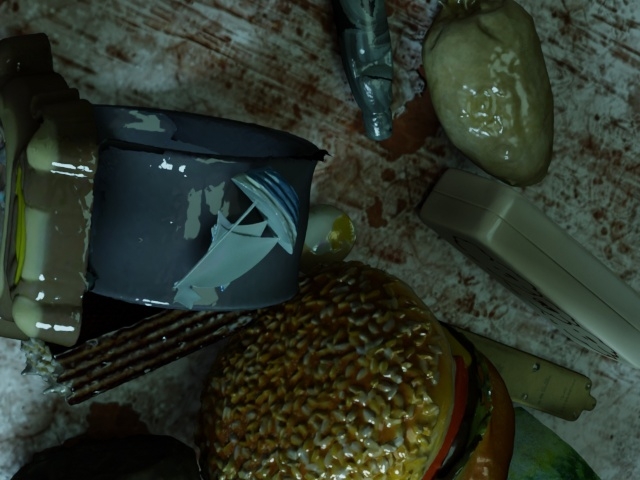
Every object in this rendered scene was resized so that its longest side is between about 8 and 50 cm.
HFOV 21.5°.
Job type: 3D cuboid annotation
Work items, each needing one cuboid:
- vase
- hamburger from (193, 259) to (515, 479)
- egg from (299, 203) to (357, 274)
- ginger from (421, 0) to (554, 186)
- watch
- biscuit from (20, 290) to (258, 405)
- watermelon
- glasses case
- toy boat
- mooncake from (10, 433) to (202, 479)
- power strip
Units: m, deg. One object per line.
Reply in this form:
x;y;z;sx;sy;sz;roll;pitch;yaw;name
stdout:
0.051;-0.211;1.888;0.060;0.060;0.211;-20;114;-25;vase
0.034;0.197;1.826;0.330;0.330;0.250;-53;127;-8;hamburger
0.000;0.000;1.909;0.071;0.071;0.083;34;87;-33;egg
0.197;-0.172;1.946;0.138;0.152;0.267;-16;120;5;ginger
-0.160;-0.029;1.650;0.327;0.335;0.314;2;102;-22;watch
-0.197;0.088;1.793;0.252;0.106;0.070;-23;120;-23;biscuit
0.209;0.372;2.105;0.224;0.180;0.305;43;81;13;watermelon
0.274;0.036;2.042;0.336;0.144;0.076;37;84;-32;glasses case
-0.066;0.005;1.546;0.105;0.034;0.149;23;93;-43;toy boat
-0.229;0.281;1.763;0.228;0.228;0.124;-12;101;-28;mooncake
0.230;0.163;2.111;0.305;0.044;0.064;21;92;-35;power strip
